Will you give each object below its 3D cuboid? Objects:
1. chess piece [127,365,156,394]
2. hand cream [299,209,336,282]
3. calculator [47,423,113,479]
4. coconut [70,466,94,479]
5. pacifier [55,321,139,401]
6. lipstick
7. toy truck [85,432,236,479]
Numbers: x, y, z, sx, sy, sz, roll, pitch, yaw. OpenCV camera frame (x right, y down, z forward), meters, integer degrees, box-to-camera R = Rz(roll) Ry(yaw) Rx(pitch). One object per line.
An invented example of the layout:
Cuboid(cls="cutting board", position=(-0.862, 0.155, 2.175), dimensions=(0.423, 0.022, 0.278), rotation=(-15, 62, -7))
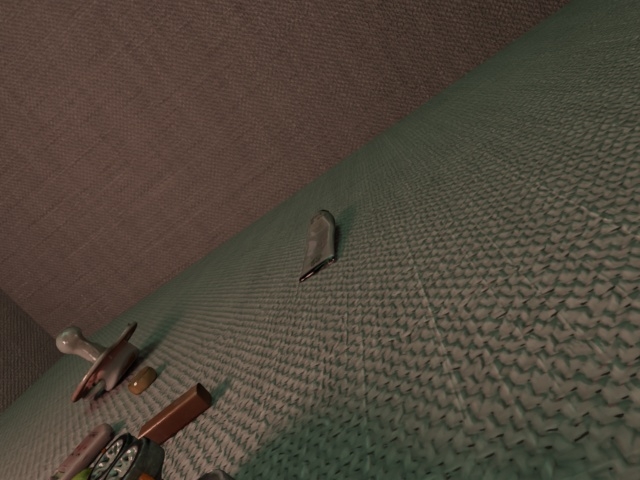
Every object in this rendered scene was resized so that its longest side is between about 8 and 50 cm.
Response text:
Cuboid(cls="chess piece", position=(-0.517, 0.405, 1.187), dimensions=(0.084, 0.038, 0.083), rotation=(-32, 17, 12))
Cuboid(cls="hand cream", position=(0.000, 0.000, 1.214), dimensions=(0.121, 0.076, 0.336), rotation=(-37, 20, 21))
Cuboid(cls="calculator", position=(-0.573, 0.519, 0.978), dimensions=(0.100, 0.032, 0.175), rotation=(-24, 20, 40))
Cuboid(cls="coconut", position=(-0.409, 0.449, 0.725), dimensions=(0.096, 0.088, 0.088), rotation=(-37, 14, 21))
Cuboid(cls="pacifier", position=(-0.764, 0.404, 1.424), dimensions=(0.221, 0.273, 0.332), rotation=(-16, 21, 14))
Cuboid(cls="lipstick", position=(-0.290, 0.351, 0.819), dimensions=(0.145, 0.045, 0.045), rotation=(-37, 13, -2))
Cuboid(cls="toy truck", position=(-0.144, 0.320, 0.357), dimensions=(0.388, 0.173, 0.207), rotation=(-24, 26, 49))
